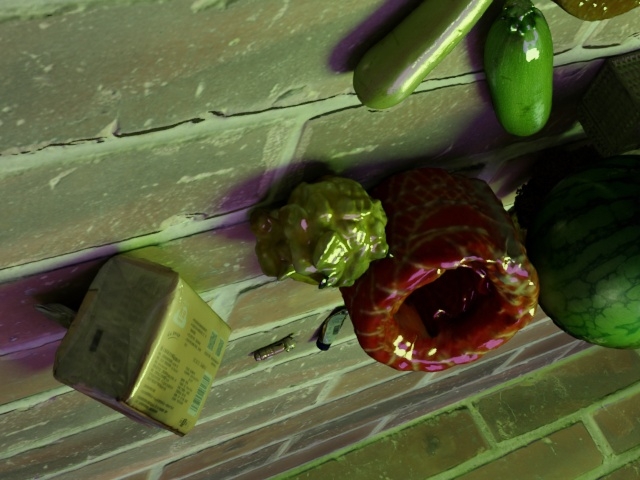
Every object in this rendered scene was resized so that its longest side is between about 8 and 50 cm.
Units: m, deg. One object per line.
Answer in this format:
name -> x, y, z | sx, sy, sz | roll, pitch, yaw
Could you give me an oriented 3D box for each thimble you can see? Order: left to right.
thimble -> 0.200, 0.059, 1.525 | 0.350, 0.231, 0.350 | -8, 139, -7

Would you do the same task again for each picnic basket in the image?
picnic basket -> 0.585, -0.249, 1.543 | 0.196, 0.134, 0.154 | -19, 157, -20

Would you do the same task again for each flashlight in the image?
flashlight -> -0.098, 0.248, 1.946 | 0.110, 0.031, 0.052 | -21, 156, -15

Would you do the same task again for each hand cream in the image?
hand cream -> 0.035, 0.198, 1.992 | 0.062, 0.039, 0.163 | -7, 143, -36

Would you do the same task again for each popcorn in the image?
popcorn -> 0.001, -0.003, 1.362 | 0.189, 0.169, 0.218 | -7, 146, -39

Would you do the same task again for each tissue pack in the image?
tissue pack -> -0.306, 0.165, 1.380 | 0.238, 0.239, 0.305 | -27, 157, -2

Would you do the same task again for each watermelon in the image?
watermelon -> 0.530, 0.016, 1.496 | 0.363, 0.363, 0.363 | -23, 156, -11

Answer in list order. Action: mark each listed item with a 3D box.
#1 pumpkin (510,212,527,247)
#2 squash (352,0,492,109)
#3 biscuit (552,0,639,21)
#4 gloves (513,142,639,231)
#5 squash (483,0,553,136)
pumpkin -> 0.530, -0.024, 1.895 | 0.312, 0.169, 0.148 | -40, 157, 25
squash -> 0.136, -0.263, 1.089 | 0.250, 0.083, 0.083 | -44, 152, 28
biscuit -> 0.439, -0.445, 1.056 | 0.394, 0.070, 0.350 | -36, 153, 17
gloves -> 0.536, -0.108, 1.720 | 0.312, 0.210, 0.135 | -38, 172, 5
squash -> 0.294, -0.248, 1.268 | 0.101, 0.101, 0.379 | -29, 160, 3
